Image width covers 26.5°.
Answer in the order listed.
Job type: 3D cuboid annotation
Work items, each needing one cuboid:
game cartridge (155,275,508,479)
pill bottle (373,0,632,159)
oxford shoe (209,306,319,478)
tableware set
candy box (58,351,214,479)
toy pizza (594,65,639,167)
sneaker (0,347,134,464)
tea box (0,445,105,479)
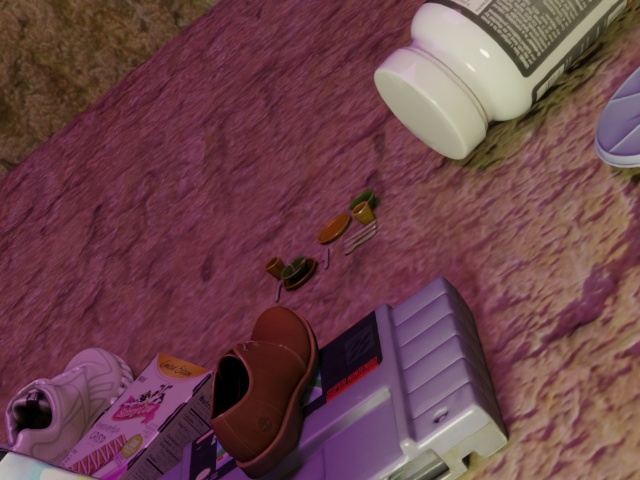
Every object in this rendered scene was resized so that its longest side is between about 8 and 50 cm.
[{"bbox_3d":[-0.016,0.187,1.144,0.355,0.068,0.230,-37,25,13],"label":"game cartridge"},{"bbox_3d":[0.196,-0.228,1.437,0.278,0.162,0.162,-45,21,-10],"label":"pill bottle"},{"bbox_3d":[-0.053,0.109,1.179,0.076,0.076,0.212,-36,20,20],"label":"oxford shoe"},{"bbox_3d":[0.000,0.000,1.529,0.154,0.024,0.104,-35,21,19],"label":"tableware set"},{"bbox_3d":[-0.189,0.225,1.353,0.233,0.071,0.159,-48,21,-17],"label":"candy box"},{"bbox_3d":[0.329,-0.129,1.187,0.201,0.032,0.201,-37,20,16],"label":"toy pizza"},{"bbox_3d":[-0.287,0.192,1.534,0.110,0.118,0.292,-38,19,15],"label":"sneaker"},{"bbox_3d":[-0.208,0.326,0.840,0.323,0.220,0.329,9,50,32],"label":"tea box"}]
